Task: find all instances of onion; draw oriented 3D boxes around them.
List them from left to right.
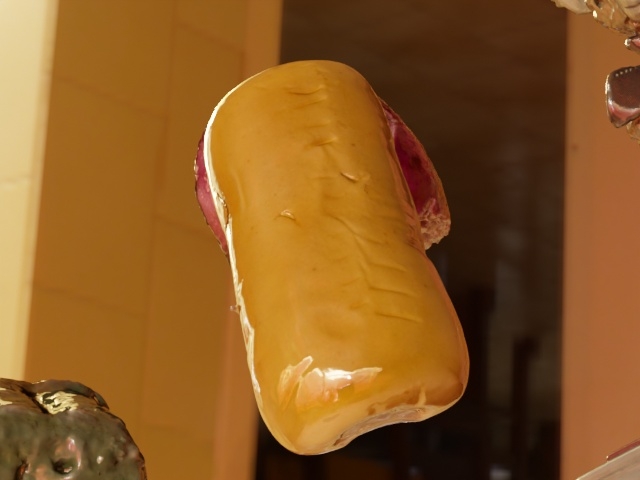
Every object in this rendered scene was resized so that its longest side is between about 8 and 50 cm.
[{"bbox_3d":[0.008,-0.062,1.944,0.250,0.247,0.111,-30,-174,-18],"label":"onion"}]

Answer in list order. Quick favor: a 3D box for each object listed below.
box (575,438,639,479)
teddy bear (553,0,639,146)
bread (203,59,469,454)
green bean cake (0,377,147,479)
[{"bbox_3d":[0.272,0.283,1.273,0.168,0.294,0.193,21,147,-20],"label":"box"},{"bbox_3d":[0.277,-0.179,1.344,0.267,0.256,0.156,-52,164,30],"label":"teddy bear"},{"bbox_3d":[0.000,0.000,1.277,0.142,0.305,0.091,-17,142,1],"label":"bread"},{"bbox_3d":[-0.160,0.141,0.740,0.173,0.181,0.094,7,176,-20],"label":"green bean cake"}]
